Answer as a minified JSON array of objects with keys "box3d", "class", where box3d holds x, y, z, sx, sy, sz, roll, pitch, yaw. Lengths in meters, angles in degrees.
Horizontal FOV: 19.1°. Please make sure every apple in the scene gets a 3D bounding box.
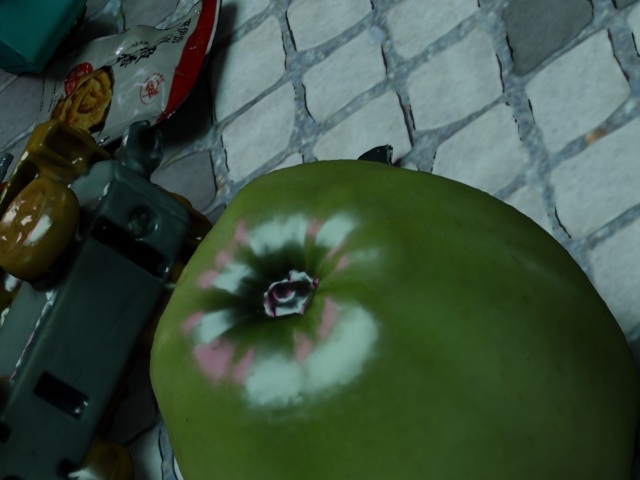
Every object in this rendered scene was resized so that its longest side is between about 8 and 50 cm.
[{"box3d":[0.044,0.089,1.058,0.279,0.279,0.279,-26,44,29],"class":"apple"}]

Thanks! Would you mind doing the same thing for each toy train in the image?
[{"box3d":[-0.297,-0.220,1.704,0.107,0.154,0.198,-59,22,-8],"class":"toy train"},{"box3d":[-0.214,0.075,1.397,0.231,0.163,0.369,-8,53,56],"class":"toy train"}]

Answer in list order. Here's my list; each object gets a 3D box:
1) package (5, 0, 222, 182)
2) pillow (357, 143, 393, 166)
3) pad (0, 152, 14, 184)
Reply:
[{"box3d":[-0.176,-0.127,1.617,0.239,0.030,0.154,-17,46,40],"class":"package"},{"box3d":[0.000,0.000,1.325,0.150,0.048,0.090,-37,48,11],"class":"pillow"},{"box3d":[-0.339,0.074,1.422,0.269,0.012,0.269,-27,32,53],"class":"pad"}]
